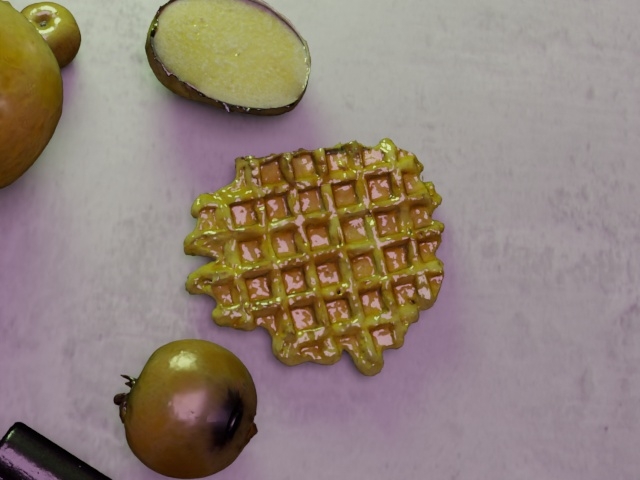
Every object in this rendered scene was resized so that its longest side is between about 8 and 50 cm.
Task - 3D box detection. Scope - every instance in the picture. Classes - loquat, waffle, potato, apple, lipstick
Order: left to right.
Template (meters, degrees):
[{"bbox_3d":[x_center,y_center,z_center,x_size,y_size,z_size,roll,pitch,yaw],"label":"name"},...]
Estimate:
[{"bbox_3d":[-0.397,-0.147,1.130,0.244,0.244,0.244,3,76,-12],"label":"loquat"},{"bbox_3d":[-0.321,-0.239,1.251,0.084,0.071,0.084,3,76,-13],"label":"apple"},{"bbox_3d":[-0.224,0.302,1.137,0.299,0.081,0.081,36,72,-4],"label":"lipstick"},{"bbox_3d":[-0.142,0.181,1.157,0.163,0.137,0.163,0,95,-6],"label":"loquat"},{"bbox_3d":[-0.114,-0.212,1.290,0.200,0.081,0.164,15,66,-12],"label":"potato"},{"bbox_3d":[-0.001,0.001,1.274,0.312,0.060,0.307,23,72,-9],"label":"waffle"}]
